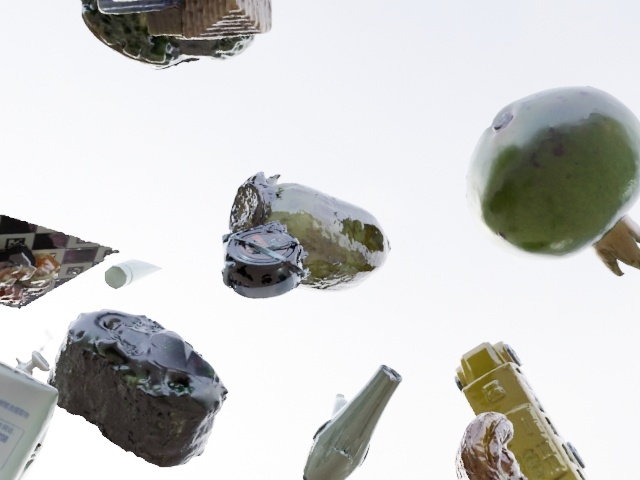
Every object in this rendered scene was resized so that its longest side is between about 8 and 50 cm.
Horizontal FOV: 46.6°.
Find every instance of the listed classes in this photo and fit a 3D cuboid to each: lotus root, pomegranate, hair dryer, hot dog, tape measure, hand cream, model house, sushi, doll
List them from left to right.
[{"bbox_3d":[-0.330,0.148,0.783,0.058,0.085,0.040,-4,-55,54],"label":"doll"},{"bbox_3d":[-0.240,0.031,0.582,0.120,0.026,0.126,-29,-26,20],"label":"sushi"},{"bbox_3d":[-0.405,0.065,1.601,0.078,0.205,0.050,13,-83,3],"label":"hand cream"},{"bbox_3d":[-0.220,0.170,0.909,0.225,0.124,0.127,27,-72,21],"label":"sushi"},{"bbox_3d":[-0.225,-0.392,1.166,0.321,0.266,0.261,-7,-71,-13],"label":"model house"},{"bbox_3d":[-0.061,0.020,0.774,0.091,0.094,0.054,-11,-57,-17],"label":"tape measure"},{"bbox_3d":[0.000,0.000,1.113,0.309,0.173,0.173,15,-47,-42],"label":"lotus root"},{"bbox_3d":[0.060,0.262,1.170,0.088,0.225,0.219,34,-58,-5],"label":"hair dryer"},{"bbox_3d":[0.165,0.220,0.721,0.065,0.099,0.147,-11,-27,1],"label":"hot dog"},{"bbox_3d":[0.420,-0.076,1.222,0.358,0.216,0.310,44,-81,-8],"label":"pomegranate"}]

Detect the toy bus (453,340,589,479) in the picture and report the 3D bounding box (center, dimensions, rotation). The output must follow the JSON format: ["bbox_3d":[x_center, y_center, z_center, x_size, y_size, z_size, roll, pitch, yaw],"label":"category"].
[{"bbox_3d":[0.330,0.316,1.234,0.121,0.336,0.123,-35,-38,12],"label":"toy bus"}]

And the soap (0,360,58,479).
[{"bbox_3d":[-0.329,0.154,0.580,0.199,0.138,0.182,29,-35,-9],"label":"soap"}]
